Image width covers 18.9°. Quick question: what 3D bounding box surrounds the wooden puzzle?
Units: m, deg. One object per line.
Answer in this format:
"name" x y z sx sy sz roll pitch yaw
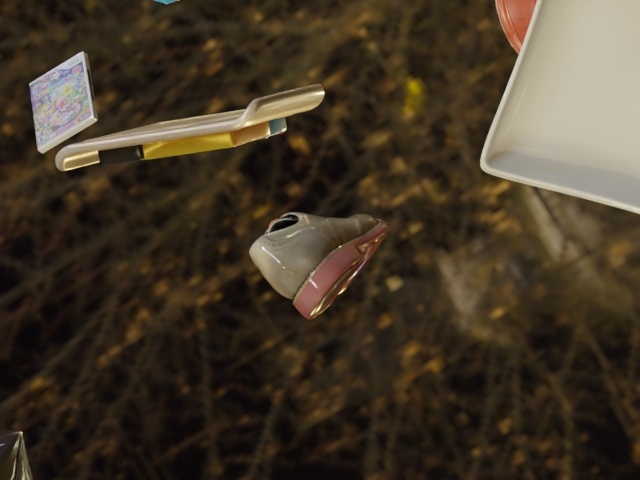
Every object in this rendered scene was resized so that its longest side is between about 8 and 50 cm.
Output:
"wooden puzzle" -0.134 -0.113 2.050 0.221 0.238 0.044 -24 -79 -68

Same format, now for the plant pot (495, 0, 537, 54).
"plant pot" 0.398 -0.313 2.334 0.272 0.272 0.265 41 169 -30

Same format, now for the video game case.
"video game case" -0.323 -0.174 2.412 0.011 0.087 0.122 44 -157 -44

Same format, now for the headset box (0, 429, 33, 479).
"headset box" -0.395 0.282 1.707 0.110 0.293 0.218 -63 -31 -58

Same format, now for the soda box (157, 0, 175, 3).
"soda box" -0.040 -0.234 1.383 0.071 0.210 0.067 26 134 59

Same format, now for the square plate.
"square plate" 0.371 -0.204 2.142 0.344 0.347 0.049 14 -170 -21

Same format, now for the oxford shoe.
"oxford shoe" 0.000 0.000 2.533 0.130 0.123 0.348 37 -168 5
